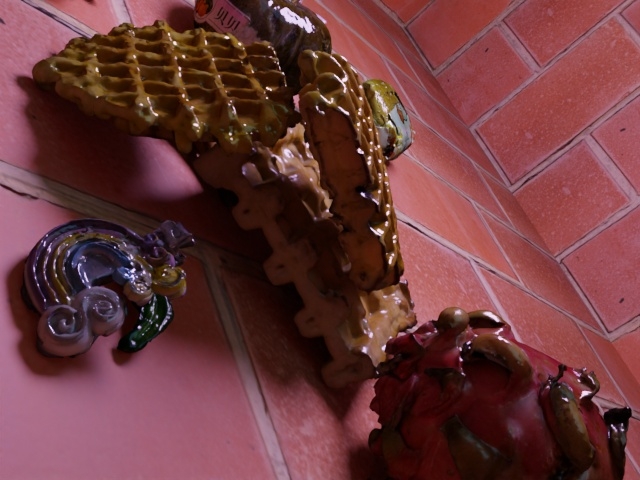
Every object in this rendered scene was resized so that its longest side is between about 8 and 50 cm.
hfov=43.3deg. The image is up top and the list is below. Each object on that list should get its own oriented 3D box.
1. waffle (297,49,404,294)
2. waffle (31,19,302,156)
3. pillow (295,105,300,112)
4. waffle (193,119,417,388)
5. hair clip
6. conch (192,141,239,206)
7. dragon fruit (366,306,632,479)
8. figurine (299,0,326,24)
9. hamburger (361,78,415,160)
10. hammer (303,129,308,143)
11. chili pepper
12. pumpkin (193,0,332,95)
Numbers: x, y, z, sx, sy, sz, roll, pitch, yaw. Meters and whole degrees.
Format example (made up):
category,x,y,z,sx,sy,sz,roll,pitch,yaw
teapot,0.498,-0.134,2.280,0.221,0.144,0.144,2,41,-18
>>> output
category,x,y,z,sx,sy,sz,roll,pitch,yaw
waffle,0.043,-0.079,0.947,0.309,0.065,0.283,37,43,-68
waffle,-0.153,-0.186,0.930,0.307,0.060,0.312,19,33,11
pillow,-0.024,-0.185,1.435,0.217,0.033,0.130,45,25,-10
waffle,0.000,-0.001,1.055,0.348,0.077,0.304,60,19,-2
hair clip,-0.185,0.028,0.689,0.116,0.049,0.172,39,41,24
conch,-0.154,-0.155,1.071,0.086,0.080,0.233,-18,94,-55
dragon fruit,0.189,0.210,0.890,0.291,0.269,0.250,64,20,0
figurine,-0.087,-0.460,1.651,0.174,0.116,0.240,23,35,-18
hamburger,0.113,-0.280,1.743,0.235,0.125,0.214,67,12,4
hammer,0.024,-0.077,1.092,0.182,0.017,0.062,63,17,13
chili pepper,-0.163,0.057,0.741,0.055,0.035,0.118,10,48,-28
pumpkin,-0.088,-0.372,1.380,0.260,0.189,0.260,36,23,-18
